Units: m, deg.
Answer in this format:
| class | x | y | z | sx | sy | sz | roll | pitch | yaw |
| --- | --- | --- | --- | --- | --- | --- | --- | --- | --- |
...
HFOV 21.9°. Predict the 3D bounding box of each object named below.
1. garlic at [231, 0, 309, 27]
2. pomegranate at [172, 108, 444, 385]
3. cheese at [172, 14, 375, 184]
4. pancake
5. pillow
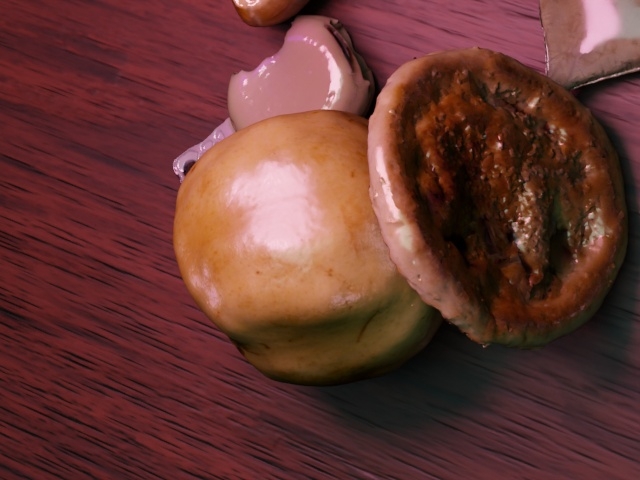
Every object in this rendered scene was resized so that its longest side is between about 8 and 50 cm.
| class | x | y | z | sx | sy | sz | roll | pitch | yaw |
| --- | --- | --- | --- | --- | --- | --- | --- | --- | --- |
| garlic | -0.085 | -0.360 | 2.018 | 0.145 | 0.164 | 0.245 | -48 | 48 | 22 |
| pomegranate | 0.000 | 0.000 | 1.873 | 0.332 | 0.332 | 0.333 | -2 | 86 | 23 |
| cheese | -0.068 | -0.154 | 2.039 | 0.286 | 0.082 | 0.163 | -31 | 74 | 19 |
| pancake | 0.200 | -0.045 | 1.799 | 0.065 | 0.356 | 0.356 | -17 | 78 | 56 |
| pillow | 0.321 | -0.321 | 1.889 | 0.185 | 0.075 | 0.302 | -13 | 80 | 22 |
